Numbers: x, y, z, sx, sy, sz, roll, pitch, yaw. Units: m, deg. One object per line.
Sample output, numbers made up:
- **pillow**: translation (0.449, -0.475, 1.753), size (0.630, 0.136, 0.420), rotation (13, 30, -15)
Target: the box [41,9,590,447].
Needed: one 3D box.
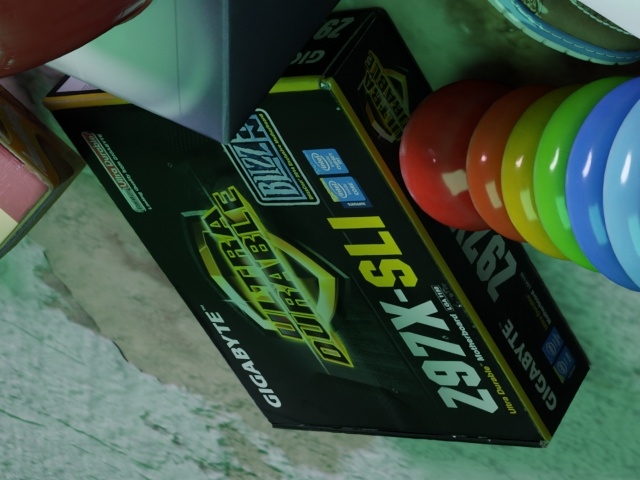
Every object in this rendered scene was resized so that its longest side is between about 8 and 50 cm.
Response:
- **box**: translation (0.000, 0.000, 1.310), size (0.257, 0.079, 0.322), rotation (-2, 132, 41)

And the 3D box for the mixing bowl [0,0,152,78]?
- **mixing bowl**: translation (-0.174, -0.142, 0.929), size (0.181, 0.098, 0.181), rotation (22, 143, 17)

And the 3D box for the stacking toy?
- **stacking toy**: translation (0.152, -0.031, 1.047), size (0.141, 0.141, 0.330), rotation (53, 159, -25)

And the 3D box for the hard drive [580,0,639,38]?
- **hard drive**: translation (0.143, -0.250, 0.829), size (0.210, 0.040, 0.318), rotation (33, 134, 4)

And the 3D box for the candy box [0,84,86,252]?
- **candy box**: translation (-0.247, -0.071, 1.213), size (0.183, 0.087, 0.316), rotation (41, -178, -5)

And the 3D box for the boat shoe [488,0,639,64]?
- **boat shoe**: translation (0.108, -0.161, 1.017), size (0.183, 0.066, 0.066), rotation (34, 137, -8)

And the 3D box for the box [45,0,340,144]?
- **box**: translation (-0.131, -0.248, 1.014), size (0.294, 0.182, 0.296), rotation (23, 146, 15)
